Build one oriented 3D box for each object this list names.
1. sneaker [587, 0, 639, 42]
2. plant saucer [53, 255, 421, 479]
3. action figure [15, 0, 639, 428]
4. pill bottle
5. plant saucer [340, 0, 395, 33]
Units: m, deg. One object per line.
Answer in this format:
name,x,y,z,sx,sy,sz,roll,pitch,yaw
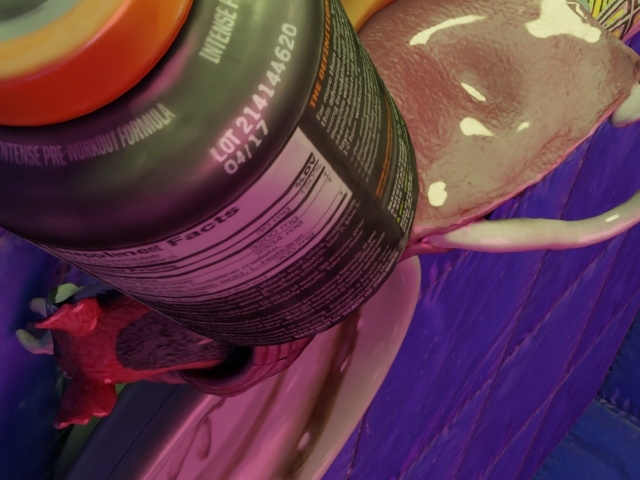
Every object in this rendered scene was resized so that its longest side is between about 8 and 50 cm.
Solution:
sneaker,0.215,-0.218,1.038,0.385,0.145,0.147,-61,160,5
plant saucer,-0.084,0.143,0.924,0.400,0.100,0.400,-47,161,-22
action figure,0.000,0.000,0.677,0.370,0.275,0.248,-42,158,-43
pill bottle,-0.049,-0.048,0.423,0.130,0.130,0.246,-56,160,-5
plant saucer,0.022,-0.119,0.889,0.200,0.037,0.200,-48,159,-26
